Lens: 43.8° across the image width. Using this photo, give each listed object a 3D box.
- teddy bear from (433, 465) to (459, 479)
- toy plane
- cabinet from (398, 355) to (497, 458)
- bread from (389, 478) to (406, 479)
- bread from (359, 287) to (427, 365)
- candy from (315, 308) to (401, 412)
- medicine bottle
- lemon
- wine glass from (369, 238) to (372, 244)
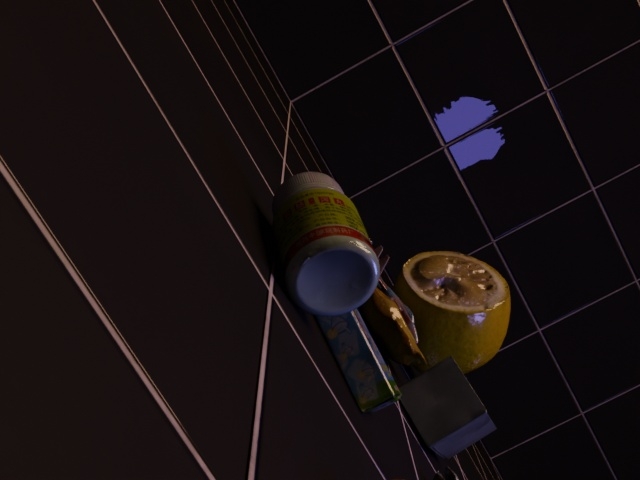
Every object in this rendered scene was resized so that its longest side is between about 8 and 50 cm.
[{"bbox_3d":[0.279,0.519,1.458,0.213,0.111,0.133,37,-13,-6],"label":"teddy bear"},{"bbox_3d":[0.167,0.149,2.082,0.223,0.104,0.326,53,13,-51],"label":"toy plane"},{"bbox_3d":[0.281,0.378,1.768,0.145,0.150,0.206,59,4,29],"label":"cabinet"},{"bbox_3d":[0.112,0.356,0.830,0.211,0.083,0.114,63,2,1],"label":"bread"},{"bbox_3d":[0.161,0.201,1.899,0.233,0.088,0.160,62,1,32],"label":"bread"},{"bbox_3d":[0.057,0.174,1.262,0.194,0.062,0.097,63,5,16],"label":"candy"},{"bbox_3d":[0.000,0.000,1.204,0.139,0.139,0.225,58,8,-33],"label":"medicine bottle"},{"bbox_3d":[0.354,0.230,2.246,0.364,0.364,0.364,60,6,-11],"label":"lemon"},{"bbox_3d":[0.051,-0.042,1.974,0.103,0.103,0.222,56,9,-44],"label":"wine glass"}]
